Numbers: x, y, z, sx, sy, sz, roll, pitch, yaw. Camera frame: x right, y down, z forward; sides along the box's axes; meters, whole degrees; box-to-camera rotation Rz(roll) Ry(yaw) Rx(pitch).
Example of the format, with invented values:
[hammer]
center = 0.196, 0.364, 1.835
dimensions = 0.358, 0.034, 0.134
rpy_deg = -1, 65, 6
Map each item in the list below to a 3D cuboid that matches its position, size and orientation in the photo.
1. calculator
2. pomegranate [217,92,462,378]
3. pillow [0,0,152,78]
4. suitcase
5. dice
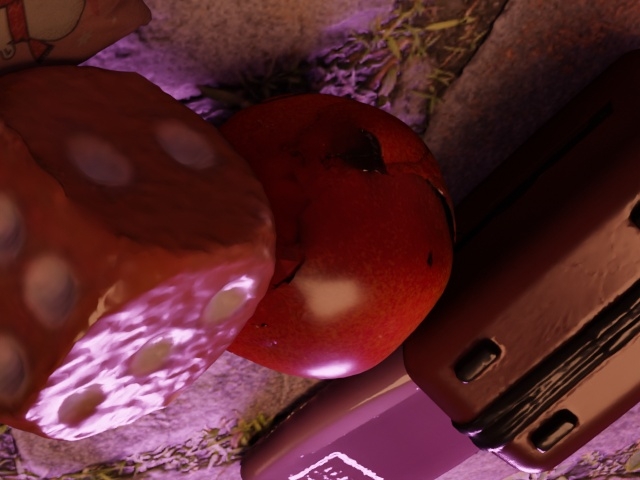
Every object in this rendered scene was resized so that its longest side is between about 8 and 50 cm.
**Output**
[calculator]
center = 0.062, 0.182, 1.401
dimensions = 0.294, 0.043, 0.194
rpy_deg = -36, 137, 15
[pomegranate]
center = 0.000, 0.000, 1.069
dimensions = 0.210, 0.210, 0.235
rpy_deg = -43, 149, 20
[pillow]
center = -0.214, -0.162, 0.869
dimensions = 0.223, 0.084, 0.236
rpy_deg = -40, 144, -20
[suitcase]
center = 0.206, 0.012, 1.146
dimensions = 0.161, 0.236, 0.297
rpy_deg = 40, 111, -13
[dice]
center = -0.149, 0.004, 0.922
dimensions = 0.179, 0.175, 0.174
rpy_deg = -4, 139, -54
